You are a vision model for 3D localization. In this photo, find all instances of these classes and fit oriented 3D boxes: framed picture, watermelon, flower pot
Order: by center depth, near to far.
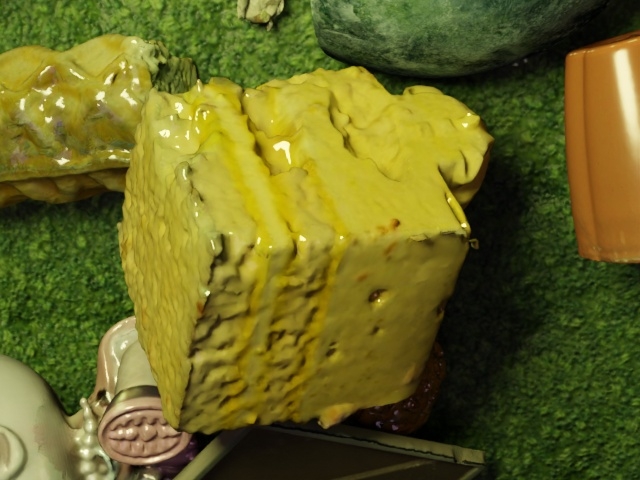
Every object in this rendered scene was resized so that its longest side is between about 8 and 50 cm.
[{"bbox_3d":[0.097,-0.243,1.108,0.319,0.214,0.289,2,156,-31],"label":"watermelon"},{"bbox_3d":[0.281,-0.087,1.108,0.190,0.190,0.173,-16,98,15],"label":"flower pot"},{"bbox_3d":[-0.010,0.239,1.259,0.289,0.020,0.211,17,131,-37],"label":"framed picture"}]

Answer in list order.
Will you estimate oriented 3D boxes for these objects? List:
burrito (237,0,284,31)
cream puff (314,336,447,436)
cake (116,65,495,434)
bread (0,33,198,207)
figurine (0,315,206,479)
[{"bbox_3d":[-0.028,-0.268,1.150,0.045,0.041,0.185,6,120,-40],"label":"burrito"},{"bbox_3d":[0.037,0.125,1.258,0.165,0.115,0.150,-28,109,17],"label":"cream puff"},{"bbox_3d":[0.000,0.000,1.110,0.286,0.222,0.227,-4,136,-22],"label":"cake"},{"bbox_3d":[-0.245,-0.101,1.204,0.267,0.130,0.152,-5,121,11],"label":"bread"},{"bbox_3d":[-0.276,0.191,1.248,0.361,0.211,0.253,-19,144,-6],"label":"figurine"}]
